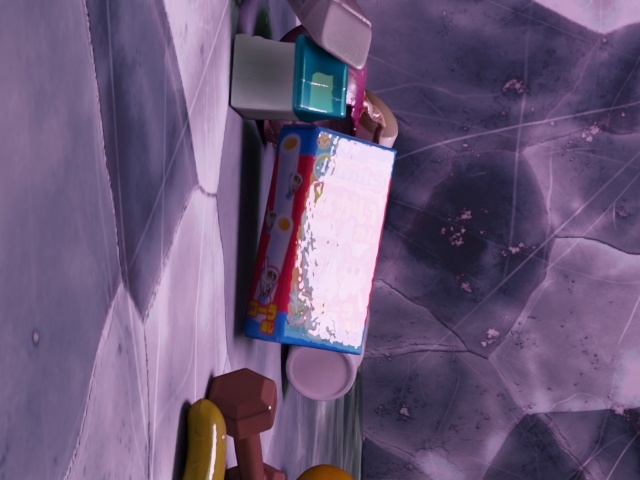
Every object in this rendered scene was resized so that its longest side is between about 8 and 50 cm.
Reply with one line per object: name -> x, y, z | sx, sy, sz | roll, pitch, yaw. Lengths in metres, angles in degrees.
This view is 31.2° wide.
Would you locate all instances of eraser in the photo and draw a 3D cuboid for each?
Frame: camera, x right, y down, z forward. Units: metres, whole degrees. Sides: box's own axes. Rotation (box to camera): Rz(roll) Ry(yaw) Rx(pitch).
eraser -> -0.009, -0.349, 1.586 | 0.061, 0.089, 0.352 | -50, -145, 18

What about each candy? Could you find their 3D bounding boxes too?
candy -> 0.001, 0.000, 1.621 | 0.100, 0.157, 0.305 | 5, -96, 54

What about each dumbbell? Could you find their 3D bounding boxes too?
dumbbell -> -0.091, 0.266, 1.449 | 0.092, 0.082, 0.231 | -78, 168, -52

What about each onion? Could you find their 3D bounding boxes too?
onion -> -0.006, -0.234, 1.709 | 0.207, 0.201, 0.200 | 42, 48, -59

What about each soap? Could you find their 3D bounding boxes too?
soap -> -0.129, 0.246, 1.270 | 0.089, 0.045, 0.140 | 85, 8, -67

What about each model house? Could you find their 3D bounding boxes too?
model house -> -0.037, -0.213, 1.518 | 0.127, 0.149, 0.100 | 23, 72, -84

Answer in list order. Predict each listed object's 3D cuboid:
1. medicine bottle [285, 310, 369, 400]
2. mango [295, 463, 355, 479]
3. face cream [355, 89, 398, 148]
medicine bottle -> 0.015, 0.179, 2.099 | 0.252, 0.144, 0.144 | -79, 169, -68
mango -> 0.020, 0.560, 1.956 | 0.264, 0.221, 0.378 | 74, 8, -54
face cream -> 0.034, -0.102, 1.921 | 0.348, 0.081, 0.173 | 113, -29, -42
